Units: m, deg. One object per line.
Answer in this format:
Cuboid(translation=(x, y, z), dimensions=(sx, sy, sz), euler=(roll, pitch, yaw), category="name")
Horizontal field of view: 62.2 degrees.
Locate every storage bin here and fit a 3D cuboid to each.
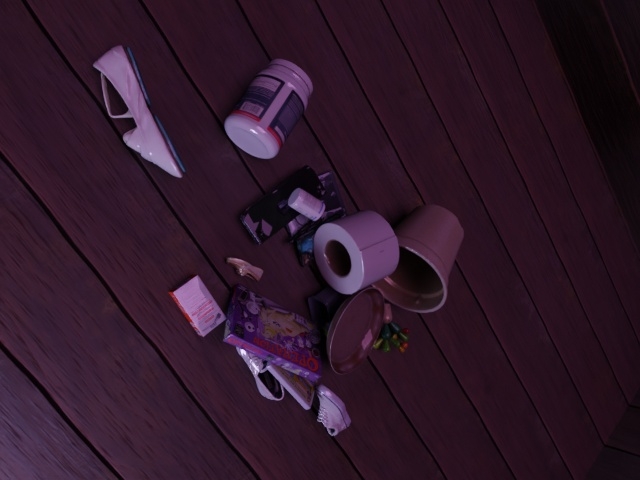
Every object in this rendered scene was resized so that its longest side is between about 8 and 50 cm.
Cuboid(translation=(0.019, 0.228, 1.827), dimensions=(0.091, 0.098, 0.135), euler=(-39, 133, -38), category="storage bin")

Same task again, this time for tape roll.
Cuboid(translation=(0.116, 0.036, 1.755), dimensions=(0.169, 0.246, 0.246), euler=(-21, 100, -36), category="tape roll")

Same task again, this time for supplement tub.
Cuboid(translation=(-0.160, -0.414, 1.675), dimensions=(0.191, 0.191, 0.272), euler=(39, 70, -25), category="supplement tub")
Cuboid(translation=(-0.045, -0.118, 1.740), dimensions=(0.107, 0.071, 0.071), euler=(32, 73, -26), category="supplement tub")

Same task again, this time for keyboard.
Cuboid(translation=(-0.101, -0.093, 1.766), dimensions=(0.317, 0.033, 0.201), euler=(-39, 108, -24), category="keyboard")

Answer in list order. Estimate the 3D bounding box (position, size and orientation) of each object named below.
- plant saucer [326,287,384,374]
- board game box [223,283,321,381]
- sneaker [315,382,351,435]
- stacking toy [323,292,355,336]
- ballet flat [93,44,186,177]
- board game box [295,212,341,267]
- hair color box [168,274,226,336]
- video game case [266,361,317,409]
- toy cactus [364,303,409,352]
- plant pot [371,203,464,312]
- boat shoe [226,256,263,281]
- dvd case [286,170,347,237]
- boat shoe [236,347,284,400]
Cuboid(translation=(0.112, 0.296, 1.779), dimensions=(0.311, 0.050, 0.310), euler=(-30, 130, -42), category="plant saucer")
Cuboid(translation=(-0.142, 0.294, 1.687), dimensions=(0.347, 0.056, 0.208), euler=(31, 39, -27), category="board game box")
Cuboid(translation=(0.032, 0.582, 1.792), dimensions=(0.091, 0.094, 0.258), euler=(-44, 132, -22), category="sneaker")
Cuboid(translation=(0.088, 0.273, 1.828), dimensions=(0.221, 0.052, 0.167), euler=(-62, 149, -27), category="stacking toy")
Cuboid(translation=(-0.521, -0.347, 1.507), dimensions=(0.139, 0.139, 0.400), euler=(-28, 99, -29), category="ballet flat")
Cuboid(translation=(0.000, 0.000, 1.826), dimensions=(0.186, 0.026, 0.126), euler=(-32, 135, -27), category="board game box")
Cuboid(translation=(-0.373, 0.197, 1.613), dimensions=(0.093, 0.053, 0.167), euler=(-38, 106, -28), category="hair color box")
Cuboid(translation=(-0.083, 0.413, 1.738), dimensions=(0.212, 0.023, 0.193), euler=(52, 28, -20), category="video game case")
Cuboid(translation=(0.245, 0.325, 1.968), dimensions=(0.219, 0.112, 0.180), euler=(6, 76, -23), category="toy cactus")
Cuboid(translation=(0.363, 0.038, 1.935), dimensions=(0.333, 0.334, 0.305), euler=(53, 54, -19), category="plant pot")
Cuboid(translation=(-0.244, 0.093, 1.695), dimensions=(0.135, 0.050, 0.045), euler=(26, 70, -28), category="boat shoe")
Cuboid(translation=(-0.029, -0.122, 1.842), dimensions=(0.239, 0.030, 0.179), euler=(-25, 102, -28), category="dvd case")
Cuboid(translation=(-0.189, 0.395, 1.698), dimensions=(0.096, 0.088, 0.267), euler=(-24, 101, -29), category="boat shoe")
